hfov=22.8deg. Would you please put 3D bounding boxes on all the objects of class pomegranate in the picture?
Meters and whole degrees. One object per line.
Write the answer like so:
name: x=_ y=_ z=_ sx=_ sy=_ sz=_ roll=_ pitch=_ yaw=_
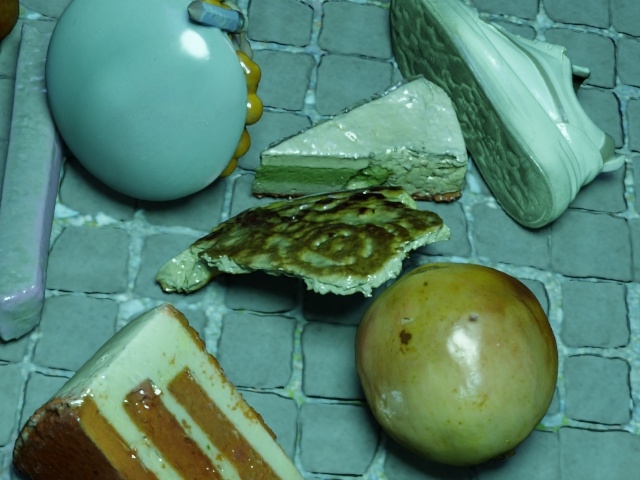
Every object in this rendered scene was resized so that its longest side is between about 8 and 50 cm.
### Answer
pomegranate: x=0.119 y=0.111 z=1.418 sx=0.191 sy=0.191 sz=0.191 roll=4 pitch=56 yaw=-7

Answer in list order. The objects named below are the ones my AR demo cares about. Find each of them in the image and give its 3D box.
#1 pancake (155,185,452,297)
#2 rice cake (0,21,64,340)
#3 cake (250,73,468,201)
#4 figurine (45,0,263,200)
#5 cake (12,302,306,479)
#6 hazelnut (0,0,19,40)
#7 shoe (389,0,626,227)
pancake: x=0.000 y=0.000 z=1.516 sx=0.257 sy=0.056 sz=0.212 roll=8 pitch=29 yaw=29
rice cake: x=-0.280 y=-0.068 z=1.539 sx=0.056 sy=0.072 sz=0.365 roll=4 pitch=54 yaw=-5
cake: x=0.039 y=-0.106 z=1.602 sx=0.221 sy=0.086 sz=0.116 roll=1 pitch=57 yaw=-9
figurine: x=-0.169 y=-0.198 z=1.592 sx=0.205 sy=0.224 sz=0.382 roll=5 pitch=29 yaw=-10
cake: x=-0.112 y=0.178 z=1.348 sx=0.262 sy=0.159 sz=0.158 roll=32 pitch=55 yaw=10
hazelnut: x=-0.380 y=-0.256 z=1.615 sx=0.154 sy=0.143 sz=0.143 roll=31 pitch=57 yaw=2
shoe: x=0.204 y=-0.165 z=1.655 sx=0.159 sy=0.124 sz=0.316 roll=-20 pitch=67 yaw=-22
